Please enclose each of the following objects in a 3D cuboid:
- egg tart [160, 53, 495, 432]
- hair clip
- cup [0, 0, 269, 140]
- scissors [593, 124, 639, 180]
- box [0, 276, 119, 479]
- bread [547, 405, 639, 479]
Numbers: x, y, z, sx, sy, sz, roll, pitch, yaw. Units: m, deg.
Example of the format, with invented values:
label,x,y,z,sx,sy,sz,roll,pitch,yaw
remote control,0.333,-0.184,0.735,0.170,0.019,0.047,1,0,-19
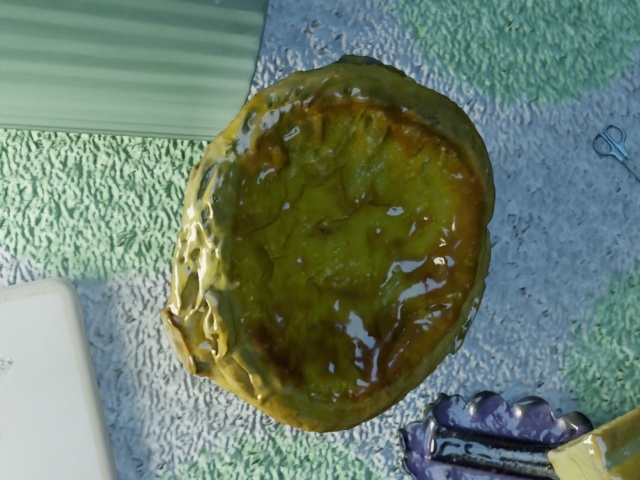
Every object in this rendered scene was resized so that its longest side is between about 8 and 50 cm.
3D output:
label,x,y,z,sx,sy,sz,roll,pitch,yaw
egg tart,0.002,-0.004,1.600,0.341,0.129,0.341,-11,111,-30
hair clip,0.165,0.200,1.672,0.195,0.052,0.124,5,74,-3
cup,-0.251,-0.280,1.557,0.392,0.310,0.401,7,82,-13
scissors,0.298,-0.075,1.758,0.036,0.006,0.083,-41,89,-15
box,-0.258,0.181,1.608,0.142,0.044,0.285,-11,83,-13
bread,0.363,0.238,1.628,0.246,0.111,0.239,-25,84,-26
